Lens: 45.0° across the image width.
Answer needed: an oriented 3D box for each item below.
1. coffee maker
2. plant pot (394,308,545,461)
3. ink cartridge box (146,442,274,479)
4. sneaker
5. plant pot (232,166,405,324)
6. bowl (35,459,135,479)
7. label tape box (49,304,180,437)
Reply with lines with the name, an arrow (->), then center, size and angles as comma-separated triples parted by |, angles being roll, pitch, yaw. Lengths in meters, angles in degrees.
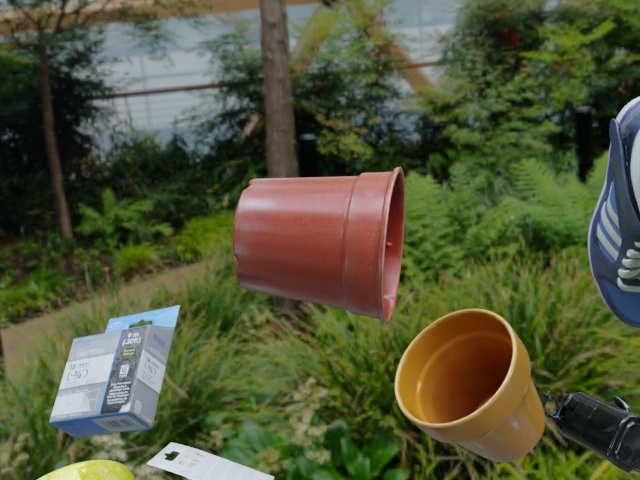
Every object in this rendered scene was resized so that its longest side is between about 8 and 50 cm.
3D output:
coffee maker -> 0.553, 0.377, 1.527 | 0.171, 0.120, 0.178 | 6, 2, -16
plant pot -> 0.250, 0.242, 1.194 | 0.205, 0.188, 0.205 | -29, 34, 22
ink cartridge box -> -0.165, 0.366, 1.166 | 0.179, 0.045, 0.145 | 16, -1, 4
sneaker -> 0.398, 0.000, 0.902 | 0.130, 0.323, 0.236 | 0, 22, 10
plant pot -> 0.000, 0.000, 1.353 | 0.264, 0.273, 0.272 | 4, 11, 12
bowl -> -0.443, 0.561, 1.412 | 0.289, 0.290, 0.156 | -12, 42, -36
label tape box -> -0.496, 0.295, 1.882 | 0.240, 0.334, 0.106 | -12, -39, 24
